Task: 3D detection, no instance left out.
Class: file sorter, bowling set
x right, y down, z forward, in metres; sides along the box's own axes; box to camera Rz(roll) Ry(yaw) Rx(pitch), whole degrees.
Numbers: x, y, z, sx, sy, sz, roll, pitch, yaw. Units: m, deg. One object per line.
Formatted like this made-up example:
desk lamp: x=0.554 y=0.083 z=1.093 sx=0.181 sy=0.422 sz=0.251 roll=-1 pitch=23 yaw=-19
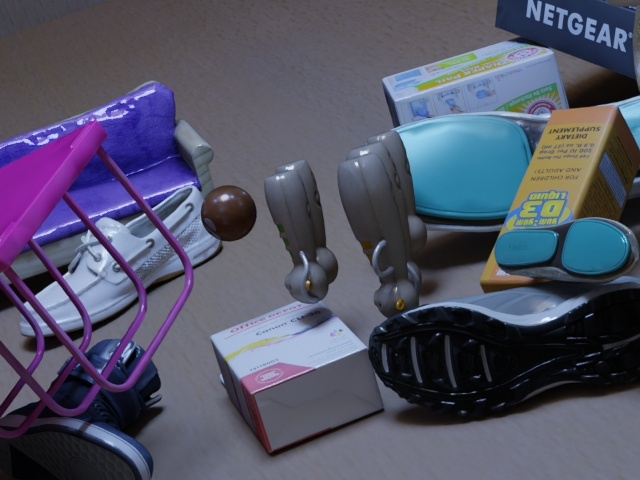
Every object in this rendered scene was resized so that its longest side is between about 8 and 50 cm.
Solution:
file sorter: x=-0.287 y=0.064 z=1.576 sx=0.290 sy=0.182 sz=0.202 roll=-22 pitch=24 yaw=34
bowling set: x=0.000 y=0.000 z=1.681 sx=0.200 sy=0.154 sz=0.287 roll=-15 pitch=6 yaw=13

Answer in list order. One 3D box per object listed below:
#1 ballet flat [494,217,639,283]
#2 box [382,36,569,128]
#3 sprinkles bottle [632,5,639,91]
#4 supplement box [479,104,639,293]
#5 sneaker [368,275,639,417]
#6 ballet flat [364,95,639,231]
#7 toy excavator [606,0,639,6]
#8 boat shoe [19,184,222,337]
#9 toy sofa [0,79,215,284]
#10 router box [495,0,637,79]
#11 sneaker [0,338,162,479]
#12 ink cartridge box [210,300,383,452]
ballet flat: x=0.220 y=0.010 z=1.506 sx=0.052 sy=0.057 sz=0.168 roll=22 pitch=-10 yaw=-36
box: x=0.190 y=-0.166 z=2.141 sx=0.203 sy=0.103 sz=0.114 roll=-17 pitch=20 yaw=-1
sprinkles bottle: x=0.516 y=-0.208 z=1.861 sx=0.355 sy=0.121 sz=0.121 roll=-2 pitch=21 yaw=-2
supplement box: x=0.232 y=-0.022 z=1.674 sx=0.078 sy=0.080 sz=0.233 roll=-2 pitch=48 yaw=34
sneaker: x=0.177 y=0.086 z=1.537 sx=0.271 sy=0.100 sz=0.108 roll=-7 pitch=12 yaw=7
ballet flat: x=0.237 y=-0.070 z=1.851 sx=0.400 sy=0.139 sz=0.139 roll=-10 pitch=21 yaw=10
toy excavator: x=0.373 y=-0.174 z=1.530 sx=0.222 sy=0.445 sz=0.433 roll=-2 pitch=25 yaw=36
boat shoe: x=-0.238 y=0.019 z=2.008 sx=0.277 sy=0.096 sz=0.098 roll=-33 pitch=26 yaw=-36
toy sofa: x=-0.309 y=-0.051 z=2.131 sx=0.362 sy=0.177 sz=0.150 roll=-19 pitch=20 yaw=-9
router box: x=0.400 y=-0.265 z=2.103 sx=0.243 sy=0.081 sz=0.309 roll=-10 pitch=25 yaw=-33
sneaker: x=-0.190 y=0.160 z=1.623 sx=0.163 sy=0.086 sz=0.226 roll=-35 pitch=26 yaw=-34
ink cartridge box: x=-0.031 y=0.115 z=1.642 sx=0.115 sy=0.067 sz=0.198 roll=-21 pitch=20 yaw=-12
